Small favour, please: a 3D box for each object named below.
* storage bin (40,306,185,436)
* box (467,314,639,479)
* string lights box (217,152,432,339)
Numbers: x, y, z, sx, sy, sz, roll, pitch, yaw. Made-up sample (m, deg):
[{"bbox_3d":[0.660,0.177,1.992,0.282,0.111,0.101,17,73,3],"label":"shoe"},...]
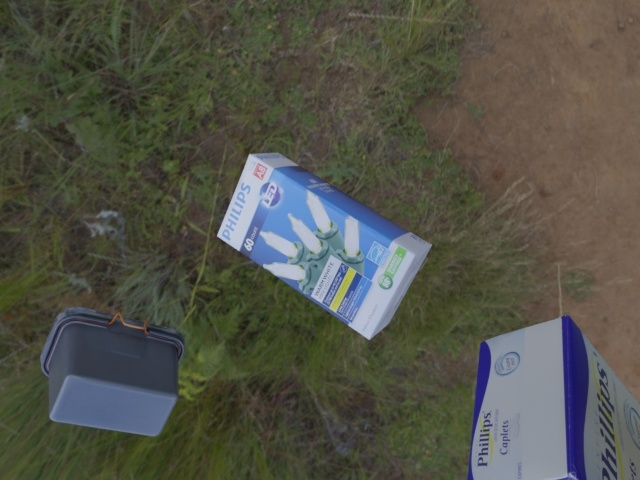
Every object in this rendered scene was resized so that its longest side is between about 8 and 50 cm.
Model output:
[{"bbox_3d":[-0.198,0.130,0.593,0.135,0.091,0.098,19,109,-28],"label":"storage bin"},{"bbox_3d":[0.169,0.146,0.407,0.072,0.126,0.137,-29,115,36],"label":"box"},{"bbox_3d":[0.000,0.000,0.811,0.259,0.076,0.133,32,112,18],"label":"string lights box"}]
